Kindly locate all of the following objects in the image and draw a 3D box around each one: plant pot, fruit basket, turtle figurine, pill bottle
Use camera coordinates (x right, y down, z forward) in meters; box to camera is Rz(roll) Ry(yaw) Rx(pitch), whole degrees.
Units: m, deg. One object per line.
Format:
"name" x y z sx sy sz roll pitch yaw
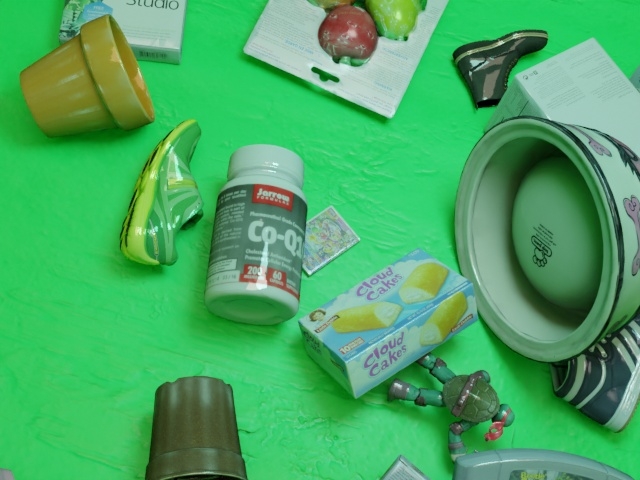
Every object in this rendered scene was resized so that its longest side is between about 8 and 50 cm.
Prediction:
"plant pot" -0.424 -0.275 1.617 0.187 0.205 0.205 -21 70 0
"fruit basket" 0.066 -0.451 1.802 0.327 0.165 0.353 24 80 3
"turtle figurine" 0.239 0.268 1.504 0.234 0.118 0.175 27 54 15
"pill bottle" -0.105 -0.012 1.550 0.161 0.161 0.283 7 66 -5
"plant pot" -0.195 0.310 1.403 0.166 0.167 0.165 -1 57 -9

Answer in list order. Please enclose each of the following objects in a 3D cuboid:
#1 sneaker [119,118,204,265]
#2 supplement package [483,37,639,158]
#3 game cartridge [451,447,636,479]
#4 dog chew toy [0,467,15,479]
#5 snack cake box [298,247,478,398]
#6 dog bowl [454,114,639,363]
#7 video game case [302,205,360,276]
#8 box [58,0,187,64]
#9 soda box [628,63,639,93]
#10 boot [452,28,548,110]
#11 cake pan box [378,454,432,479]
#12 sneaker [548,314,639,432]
"sneaker" -0.265 -0.081 1.605 0.123 0.109 0.296 26 61 -21
"supplement package" 0.484 -0.195 1.698 0.199 0.198 0.263 -27 72 -19
"game cartridge" 0.349 0.430 1.428 0.294 0.060 0.196 7 95 -5
"dog chew toy" -0.599 0.407 1.277 0.331 0.207 0.207 -19 70 -24
"snack cake box" 0.115 0.134 1.520 0.264 0.089 0.152 -30 38 -20
"dog bowl" 0.401 -0.009 1.509 0.150 0.408 0.408 -9 67 -27
"video game case" 0.000 0.000 1.643 0.122 0.011 0.087 -35 75 -20
"box" -0.378 -0.507 1.791 0.232 0.058 0.322 5 65 -7
"soda box" 0.668 -0.325 1.735 0.098 0.286 0.091 -37 74 -22
"boot" 0.381 -0.342 1.827 0.197 0.077 0.137 -16 73 -1
"cake pan box" 0.146 0.502 1.361 0.267 0.070 0.246 38 92 10
"sneaker" 0.504 0.179 1.589 0.153 0.099 0.282 26 68 2
